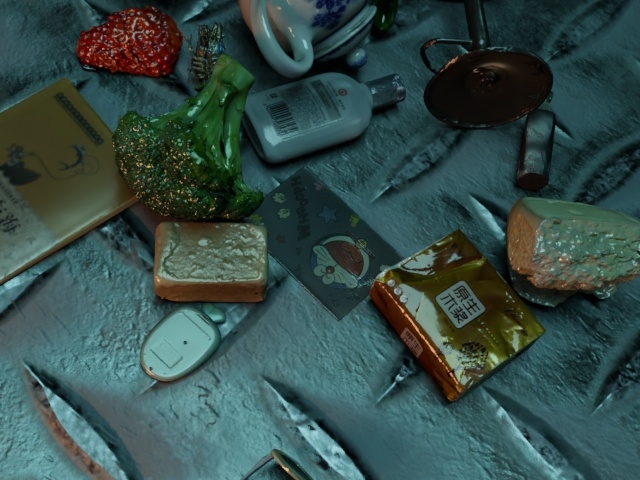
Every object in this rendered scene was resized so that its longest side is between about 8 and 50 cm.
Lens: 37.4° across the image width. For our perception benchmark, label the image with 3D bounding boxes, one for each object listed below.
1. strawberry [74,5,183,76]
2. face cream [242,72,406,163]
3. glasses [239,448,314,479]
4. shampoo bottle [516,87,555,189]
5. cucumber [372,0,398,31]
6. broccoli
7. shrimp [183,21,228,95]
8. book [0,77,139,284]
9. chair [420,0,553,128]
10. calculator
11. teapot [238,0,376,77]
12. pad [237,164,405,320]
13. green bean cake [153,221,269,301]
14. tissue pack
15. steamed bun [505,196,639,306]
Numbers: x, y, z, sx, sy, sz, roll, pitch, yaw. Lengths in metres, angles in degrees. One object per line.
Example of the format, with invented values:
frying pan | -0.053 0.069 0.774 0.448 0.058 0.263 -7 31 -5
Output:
strawberry | -0.334 -0.349 1.658 0.188 0.082 0.121 -9 67 -17
face cream | 0.011 -0.231 1.653 0.291 0.071 0.144 -21 66 -18
glasses | -0.073 0.407 1.291 0.220 0.088 0.190 -32 72 -22
shampoo bottle | 0.389 -0.189 1.700 0.063 0.057 0.208 12 59 5
cucumber | 0.136 -0.504 1.830 0.056 0.056 0.284 15 56 -1
broccoli | -0.199 -0.162 1.477 0.269 0.254 0.269 -6 72 19
shrimp | -0.205 -0.302 1.663 0.082 0.076 0.174 2 71 6
book | -0.497 -0.080 1.515 0.389 0.032 0.269 -36 74 -23
chair | 0.281 -0.429 1.716 0.226 0.226 0.401 2 62 -8
calculator | -0.208 0.150 1.444 0.095 0.021 0.153 41 65 12
teapot | -0.005 -0.421 1.672 0.280 0.252 0.424 53 39 -19
pad | 0.000 0.000 1.567 0.170 0.006 0.245 -39 75 -24
green bean cake | -0.170 0.034 1.476 0.179 0.085 0.109 0 64 -8
tissue pack | 0.211 0.114 1.492 0.183 0.092 0.226 -30 73 -23
steamed bun | 0.414 0.027 1.524 0.225 0.200 0.171 6 101 -8
